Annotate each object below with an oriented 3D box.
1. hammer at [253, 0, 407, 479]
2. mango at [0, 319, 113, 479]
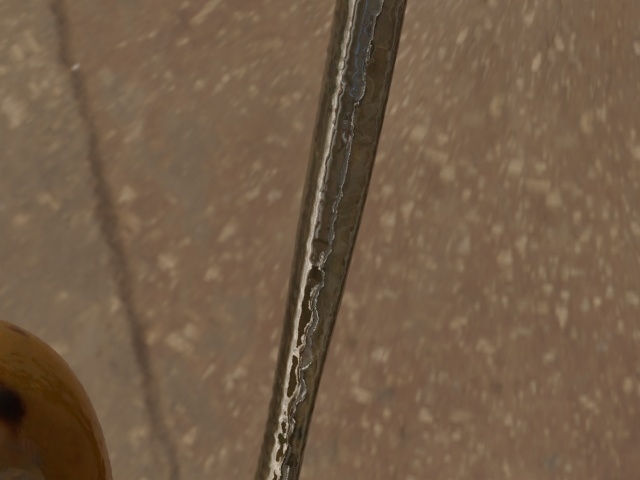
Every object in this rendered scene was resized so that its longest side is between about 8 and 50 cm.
[{"bbox_3d":[-0.001,0.000,0.585,0.027,0.125,0.297,9,97,-16],"label":"hammer"},{"bbox_3d":[-0.119,0.102,0.507,0.090,0.178,0.115,-4,149,46],"label":"mango"}]
